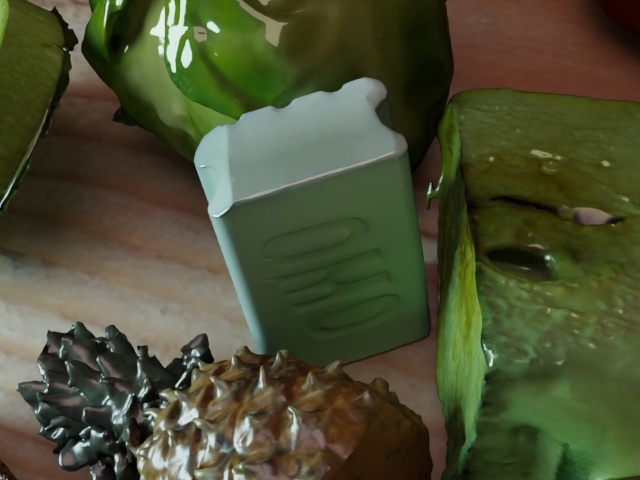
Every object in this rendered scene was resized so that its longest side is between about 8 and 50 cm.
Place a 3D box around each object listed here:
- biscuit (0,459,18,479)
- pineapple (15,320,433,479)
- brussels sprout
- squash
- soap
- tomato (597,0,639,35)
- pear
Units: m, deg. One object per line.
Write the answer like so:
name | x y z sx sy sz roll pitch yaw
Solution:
biscuit | -0.207 0.155 0.823 0.034 0.064 0.199 -42 60 -18
pineapple | -0.077 0.122 0.782 0.279 0.158 0.158 17 59 34
brussels sprout | -0.038 -0.151 0.896 0.227 0.294 0.259 -22 27 -38
squash | -0.270 -0.095 0.912 0.220 0.133 0.220 -30 41 30
soap | 0.000 0.000 0.813 0.119 0.198 0.066 -18 54 -3
tomato | 0.284 -0.233 0.964 0.195 0.136 0.195 -5 55 7
pear | 0.204 0.053 0.761 0.282 0.176 0.286 -1 39 1
